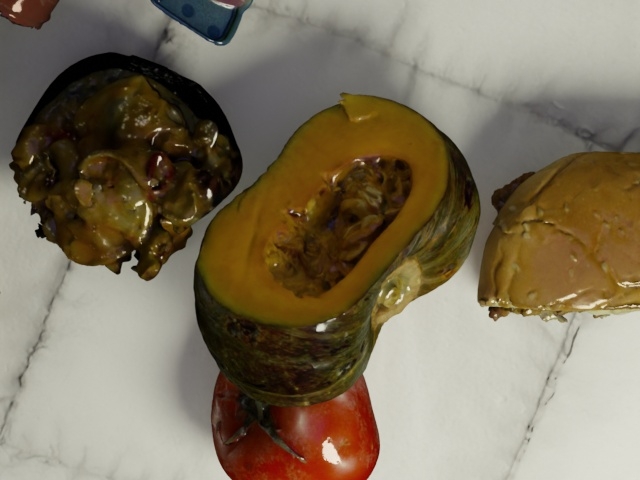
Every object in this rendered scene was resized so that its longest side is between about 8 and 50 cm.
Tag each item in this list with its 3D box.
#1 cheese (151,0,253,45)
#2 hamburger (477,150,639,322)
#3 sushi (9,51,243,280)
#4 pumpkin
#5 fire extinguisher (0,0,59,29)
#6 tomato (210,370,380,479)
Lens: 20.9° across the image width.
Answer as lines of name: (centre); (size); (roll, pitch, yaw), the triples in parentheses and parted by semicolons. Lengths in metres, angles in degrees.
cheese: (-0.075, -0.319, 1.675); (0.189, 0.074, 0.286); (32, 64, -17)
hamburger: (0.295, -0.001, 1.745); (0.245, 0.155, 0.282); (41, 89, 0)
sushi: (-0.188, -0.069, 1.679); (0.213, 0.204, 0.200); (23, 100, -1)
pumpkin: (0.000, 0.000, 1.683); (0.222, 0.139, 0.317); (32, 71, 28)
fire extinguisher: (-0.234, -0.375, 1.639); (0.147, 0.106, 0.337); (37, 103, 3)
tomato: (-0.017, 0.175, 1.741); (0.151, 0.187, 0.187); (16, 98, -38)
